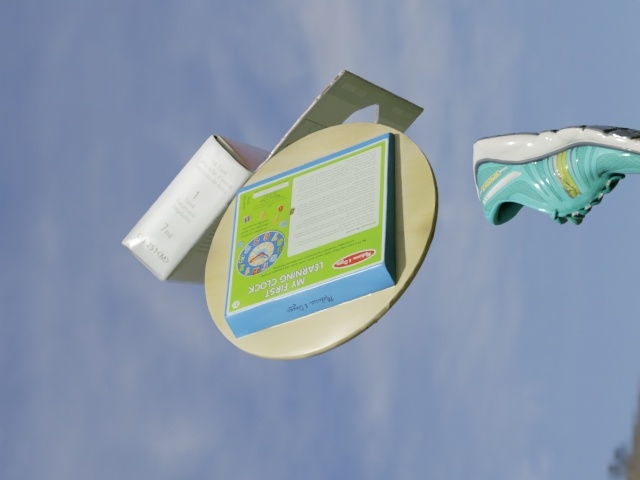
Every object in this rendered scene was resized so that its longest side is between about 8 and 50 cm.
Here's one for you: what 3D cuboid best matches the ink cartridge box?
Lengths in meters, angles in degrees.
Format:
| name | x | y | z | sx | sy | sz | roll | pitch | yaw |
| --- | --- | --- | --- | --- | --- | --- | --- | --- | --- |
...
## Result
| name | x | y | z | sx | sy | sz | roll | pitch | yaw |
| --- | --- | --- | --- | --- | --- | --- | --- | --- | --- |
| ink cartridge box | -0.036 | -0.061 | 1.732 | 0.239 | 0.060 | 0.275 | -50 | -15 | 9 |

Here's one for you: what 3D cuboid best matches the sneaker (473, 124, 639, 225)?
| name | x | y | z | sx | sy | sz | roll | pitch | yaw |
| --- | --- | --- | --- | --- | --- | --- | --- | --- | --- |
| sneaker | 0.293 | -0.072 | 2.172 | 0.107 | 0.275 | 0.110 | 1 | -95 | -46 |

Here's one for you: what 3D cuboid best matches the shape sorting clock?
| name | x | y | z | sx | sy | sz | roll | pitch | yaw |
| --- | --- | --- | --- | --- | --- | --- | --- | --- | --- |
| shape sorting clock | 0.000 | 0.000 | 1.461 | 0.040 | 0.206 | 0.206 | 47 | -135 | -40 |
